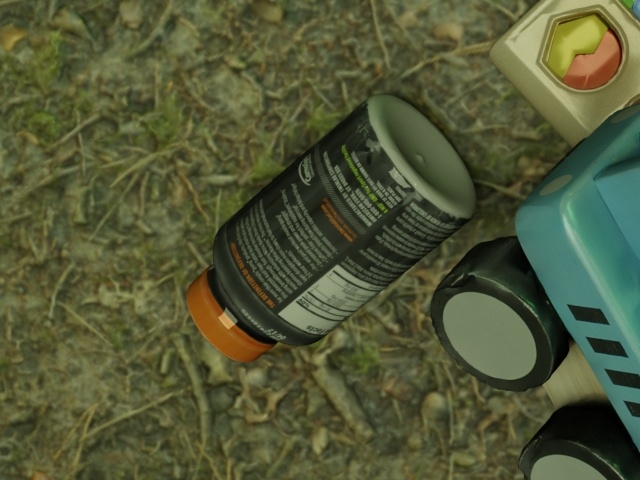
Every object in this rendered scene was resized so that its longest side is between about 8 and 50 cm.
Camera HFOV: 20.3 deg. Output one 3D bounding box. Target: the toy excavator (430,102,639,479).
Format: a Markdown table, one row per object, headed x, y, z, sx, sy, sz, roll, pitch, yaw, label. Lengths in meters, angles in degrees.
| x | y | z | sx | sy | sz | roll | pitch | yaw | label |
| --- | --- | --- | --- | --- | --- | --- | --- | --- | --- |
| 0.289 | -0.024 | 1.231 | 0.445 | 0.222 | 0.433 | -17 | 109 | 47 | toy excavator |

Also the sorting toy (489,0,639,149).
| x | y | z | sx | sy | sz | roll | pitch | yaw | label |
| --- | --- | --- | --- | --- | --- | --- | --- | --- | --- |
| 0.264 | -0.142 | 1.398 | 0.193 | 0.038 | 0.208 | 47 | 115 | -2 | sorting toy |

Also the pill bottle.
| x | y | z | sx | sy | sz | roll | pitch | yaw | label |
| --- | --- | --- | --- | --- | --- | --- | --- | --- | --- |
| 0.000 | 0.000 | 1.479 | 0.245 | 0.130 | 0.130 | -39 | 93 | 24 | pill bottle |
